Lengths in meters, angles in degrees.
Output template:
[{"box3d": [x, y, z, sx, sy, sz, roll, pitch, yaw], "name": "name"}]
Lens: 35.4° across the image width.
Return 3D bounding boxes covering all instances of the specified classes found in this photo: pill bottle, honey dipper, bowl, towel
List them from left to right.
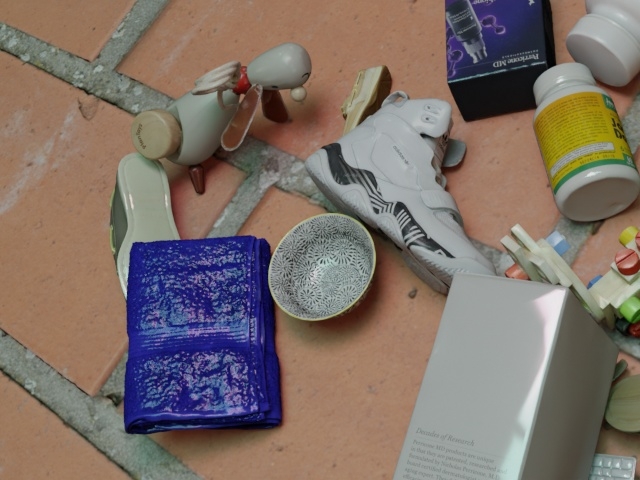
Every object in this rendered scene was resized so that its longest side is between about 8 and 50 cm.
[{"box3d": [-0.177, 0.131, 1.487, 0.227, 0.076, 0.308, -2, 60, -5], "name": "towel"}, {"box3d": [0.000, 0.000, 1.554, 0.030, 0.030, 0.161, 28, 73, 34], "name": "honey dipper"}, {"box3d": [0.016, 0.053, 1.481, 0.170, 0.080, 0.170, -12, 60, 20], "name": "bowl"}, {"box3d": [0.364, -0.142, 1.404, 0.117, 0.117, 0.209, -18, 56, 15], "name": "pill bottle"}, {"box3d": [0.481, -0.359, 1.448, 0.152, 0.152, 0.272, 36, 81, 35], "name": "pill bottle"}]

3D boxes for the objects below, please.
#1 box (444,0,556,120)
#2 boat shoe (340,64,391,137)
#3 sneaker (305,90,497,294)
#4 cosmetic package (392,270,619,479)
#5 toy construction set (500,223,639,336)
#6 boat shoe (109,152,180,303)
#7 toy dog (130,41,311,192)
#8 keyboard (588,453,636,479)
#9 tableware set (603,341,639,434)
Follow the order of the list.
[{"box3d": [0.277, -0.306, 1.541, 0.153, 0.108, 0.207, -10, 59, 20], "name": "box"}, {"box3d": [0.064, -0.211, 1.622, 0.059, 0.063, 0.170, 5, 56, 30], "name": "boat shoe"}, {"box3d": [0.159, -0.077, 1.451, 0.210, 0.137, 0.366, -46, 57, -6], "name": "sneaker"}, {"box3d": [0.209, 0.253, 1.165, 0.156, 0.217, 0.385, 5, 67, 35], "name": "cosmetic package"}, {"box3d": [0.395, 0.001, 1.249, 0.327, 0.215, 0.151, -29, 53, 9], "name": "toy construction set"}, {"box3d": [-0.290, 0.005, 1.647, 0.109, 0.091, 0.305, 2, 60, -23], "name": "boat shoe"}, {"box3d": [-0.152, -0.186, 1.640, 0.220, 0.161, 0.333, -31, 9, -40], "name": "toy dog"}, {"box3d": [0.262, 0.294, 1.256, 0.256, 0.014, 0.072, -1, 63, 32], "name": "keyboard"}, {"box3d": [0.434, 0.172, 1.239, 0.194, 0.039, 0.128, -42, 30, -8], "name": "tableware set"}]
